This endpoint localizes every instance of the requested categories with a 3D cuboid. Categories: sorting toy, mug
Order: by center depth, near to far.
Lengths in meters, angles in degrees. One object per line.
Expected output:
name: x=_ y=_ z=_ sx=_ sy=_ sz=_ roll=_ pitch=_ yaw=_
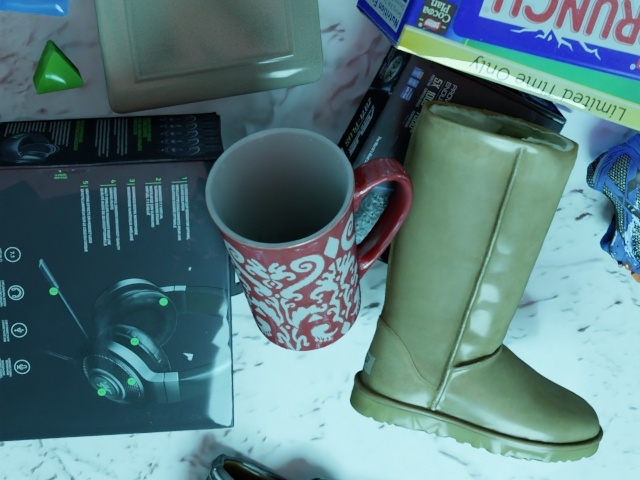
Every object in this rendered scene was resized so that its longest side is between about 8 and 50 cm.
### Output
mug: x=-0.003 y=0.008 z=1.253 sx=0.150 sy=0.113 sz=0.169 roll=2 pitch=145 yaw=9
sorting toy: x=-0.093 y=-0.208 z=1.284 sx=0.348 sy=0.047 sz=0.196 roll=-10 pitch=117 yaw=-12

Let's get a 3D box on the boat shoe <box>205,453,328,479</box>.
boat shoe: x=0.000 y=0.262 z=1.467 sx=0.233 sy=0.084 sz=0.079 roll=19 pitch=104 yaw=-6

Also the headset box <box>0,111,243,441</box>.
headset box: x=-0.198 y=0.029 z=1.327 sx=0.283 sy=0.131 sz=0.246 roll=-4 pitch=112 yaw=-5

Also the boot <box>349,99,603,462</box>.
boot: x=0.160 y=0.041 z=1.314 sx=0.236 sy=0.089 sz=0.269 roll=11 pitch=109 yaw=-13

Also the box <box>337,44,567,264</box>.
box: x=0.096 y=-0.066 z=1.350 sx=0.147 sy=0.077 sz=0.180 roll=25 pitch=107 yaw=-16

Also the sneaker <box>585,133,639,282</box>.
sneaker: x=0.294 y=0.005 z=1.411 sx=0.087 sy=0.083 sz=0.221 roll=-15 pitch=108 yaw=14

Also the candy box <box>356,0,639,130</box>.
candy box: x=0.216 y=-0.269 z=1.247 sx=0.268 sy=0.122 sz=0.317 roll=15 pitch=111 yaw=-20
